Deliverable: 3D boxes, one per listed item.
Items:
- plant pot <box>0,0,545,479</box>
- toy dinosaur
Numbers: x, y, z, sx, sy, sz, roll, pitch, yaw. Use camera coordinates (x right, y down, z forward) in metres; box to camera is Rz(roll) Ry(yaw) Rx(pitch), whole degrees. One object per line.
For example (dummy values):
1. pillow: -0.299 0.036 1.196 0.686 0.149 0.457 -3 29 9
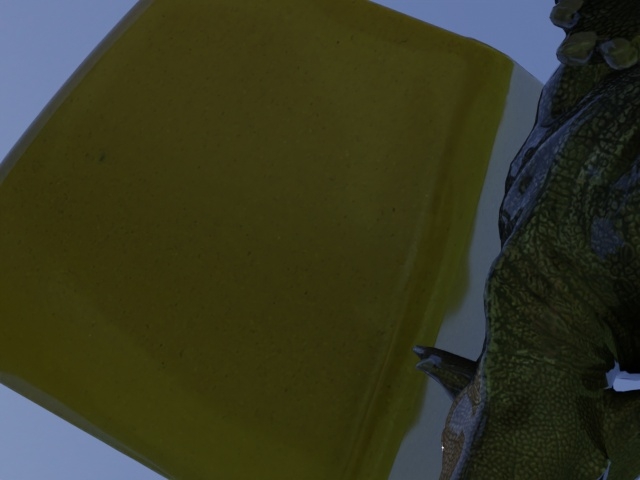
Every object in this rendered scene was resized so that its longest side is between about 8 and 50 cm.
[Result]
1. plant pot: 0.000 0.000 0.643 0.212 0.212 0.187 18 -83 -64
2. toy dinosaur: 0.129 -0.026 0.402 0.314 0.121 0.160 -28 -56 -11
